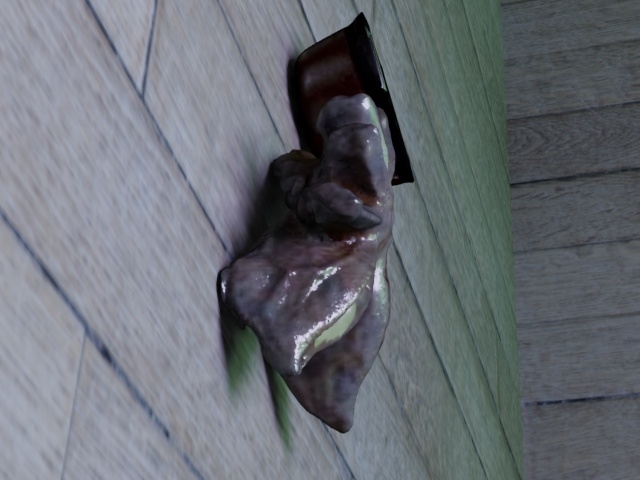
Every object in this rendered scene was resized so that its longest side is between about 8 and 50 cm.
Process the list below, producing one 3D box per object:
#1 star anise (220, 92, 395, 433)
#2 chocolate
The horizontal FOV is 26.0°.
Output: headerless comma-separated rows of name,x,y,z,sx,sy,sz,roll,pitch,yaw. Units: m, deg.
star anise,-0.001,0.004,0.973,0.198,0.111,0.257,90,9,-57
chocolate,0.020,-0.115,1.168,0.125,0.080,0.148,-94,165,-69
